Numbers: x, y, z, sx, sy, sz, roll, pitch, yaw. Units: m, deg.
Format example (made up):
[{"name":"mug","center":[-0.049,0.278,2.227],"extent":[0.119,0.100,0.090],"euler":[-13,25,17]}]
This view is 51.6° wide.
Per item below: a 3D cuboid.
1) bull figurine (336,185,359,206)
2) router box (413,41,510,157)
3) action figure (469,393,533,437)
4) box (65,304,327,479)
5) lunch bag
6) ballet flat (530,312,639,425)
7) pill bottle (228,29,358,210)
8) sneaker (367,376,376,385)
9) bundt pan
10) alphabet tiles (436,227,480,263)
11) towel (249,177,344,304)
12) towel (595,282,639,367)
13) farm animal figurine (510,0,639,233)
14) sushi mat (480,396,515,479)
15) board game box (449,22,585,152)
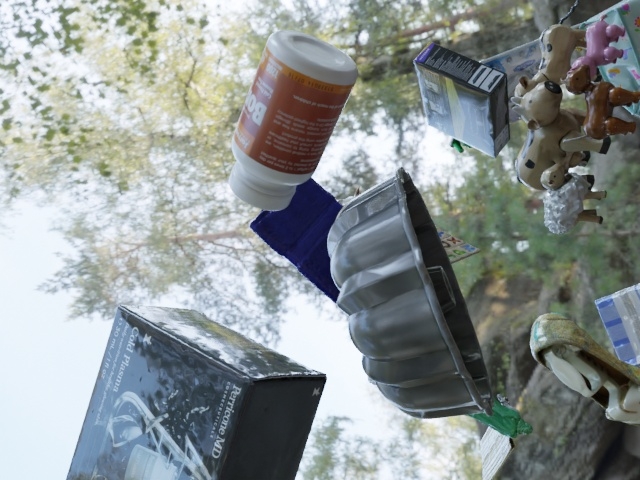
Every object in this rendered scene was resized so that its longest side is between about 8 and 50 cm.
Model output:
[{"name":"bull figurine","center":[0.172,-0.050,1.827],"extent":[0.101,0.311,0.188],"euler":[-64,-13,16]},{"name":"router box","center":[0.400,-0.387,1.848],"extent":[0.081,0.243,0.309],"euler":[-52,-28,-10]},{"name":"action figure","center":[0.454,0.445,1.734],"extent":[0.064,0.232,0.137],"euler":[-11,-66,-36]},{"name":"box","center":[-0.303,0.457,1.583],"extent":[0.297,0.472,0.479],"euler":[13,-85,-55]},{"name":"lunch bag","center":[0.774,-0.447,1.552],"extent":[0.224,0.160,0.262],"euler":[-31,-82,-14]},{"name":"ballet flat","center":[0.555,0.279,1.289],"extent":[0.349,0.123,0.123],"euler":[37,-128,3]},{"name":"pill bottle","center":[-0.045,-0.151,0.867],"extent":[0.121,0.121,0.216],"euler":[-15,-41,-48]},{"name":"sneaker","center":[0.246,0.335,1.863],"extent":[0.103,0.253,0.111],"euler":[9,-119,-80]},{"name":"bundt pan","center":[0.109,0.079,0.855],"extent":[0.331,0.124,0.330],"euler":[-21,-90,-76]},{"name":"alphabet tiles","center":[0.204,-0.005,1.464],"extent":[0.198,0.237,0.009],"euler":[-17,-53,-44]},{"name":"towel","center":[0.000,0.000,1.583],"extent":[0.308,0.076,0.227],"euler":[41,-125,-1]},{"name":"towel","center":[0.850,0.207,1.687],"extent":[0.034,0.285,0.209],"euler":[-9,-106,-32]},{"name":"farm animal figurine","center":[0.416,-0.222,1.173],"extent":[0.330,0.172,0.326],"euler":[-75,-11,-55]},{"name":"sushi mat","center":[0.505,0.587,1.904],"extent":[0.316,0.019,0.151],"euler":[93,-177,-50]},{"name":"board game box","center":[0.611,-0.458,2.055],"extent":[0.390,0.390,0.050],"euler":[-24,-115,-15]}]
